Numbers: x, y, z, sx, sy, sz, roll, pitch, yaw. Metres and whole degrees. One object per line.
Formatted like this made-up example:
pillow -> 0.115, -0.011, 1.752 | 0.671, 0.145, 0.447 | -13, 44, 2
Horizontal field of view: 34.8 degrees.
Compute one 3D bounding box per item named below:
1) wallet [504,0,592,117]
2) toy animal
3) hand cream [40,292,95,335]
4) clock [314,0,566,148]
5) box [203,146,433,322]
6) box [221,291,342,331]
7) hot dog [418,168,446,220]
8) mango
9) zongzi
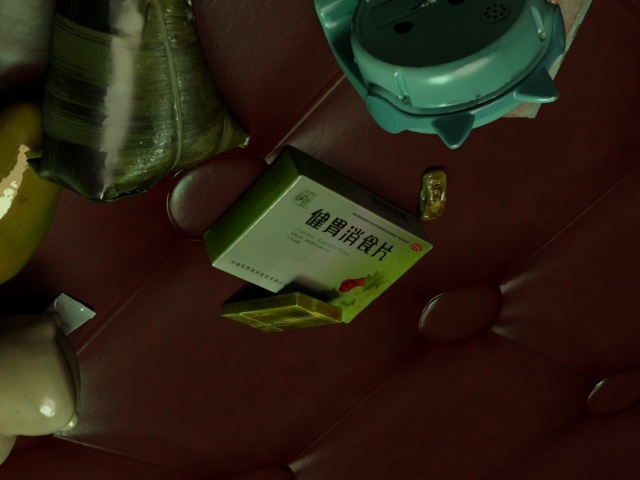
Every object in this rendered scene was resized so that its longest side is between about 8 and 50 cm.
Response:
wallet -> 0.256, -0.233, 1.251 | 0.103, 0.020, 0.196 | -2, 134, -22
toy animal -> -0.406, 0.187, 1.256 | 0.221, 0.210, 0.229 | 11, 94, -8
hand cream -> -0.397, 0.149, 1.360 | 0.216, 0.038, 0.052 | -41, 159, 11
clock -> 0.131, -0.212, 1.032 | 0.224, 0.274, 0.094 | -27, 137, 2
box -> 0.000, 0.001, 1.351 | 0.261, 0.062, 0.175 | 26, 120, -39
box -> -0.054, 0.100, 1.397 | 0.156, 0.022, 0.089 | -11, 152, 43
hot dog -> 0.154, -0.055, 1.379 | 0.030, 0.034, 0.090 | -11, 136, -13
mango -> -0.356, -0.049, 1.112 | 0.139, 0.113, 0.253 | 9, 127, -35
zongzi -> -0.150, -0.194, 1.069 | 0.288, 0.134, 0.285 | -16, 128, -49
